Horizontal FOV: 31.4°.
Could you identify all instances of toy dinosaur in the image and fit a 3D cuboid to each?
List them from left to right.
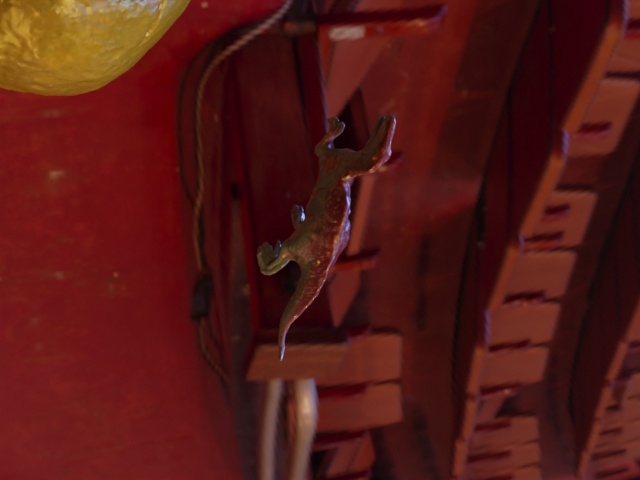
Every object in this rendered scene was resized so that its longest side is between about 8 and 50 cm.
[{"bbox_3d":[0.000,0.000,1.099,0.053,0.242,0.167,16,173,-33],"label":"toy dinosaur"}]

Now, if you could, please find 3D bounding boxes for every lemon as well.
[{"bbox_3d":[-0.240,-0.279,1.015,0.297,0.297,0.297,-10,151,-5],"label":"lemon"}]
